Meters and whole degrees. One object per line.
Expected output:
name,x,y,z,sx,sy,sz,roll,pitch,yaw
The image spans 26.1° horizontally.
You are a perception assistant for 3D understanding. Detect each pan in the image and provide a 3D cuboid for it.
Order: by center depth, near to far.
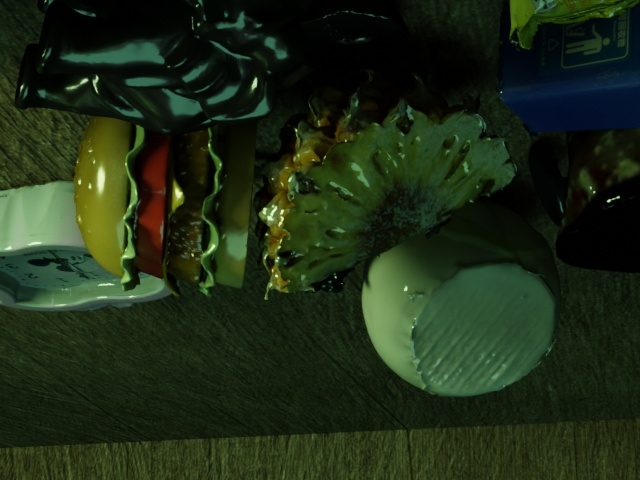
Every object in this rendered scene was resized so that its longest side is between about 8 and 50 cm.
pan,0.000,-0.230,1.554,0.202,0.048,0.128,-13,153,26

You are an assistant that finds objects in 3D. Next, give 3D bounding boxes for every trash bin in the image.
trash bin,0.325,-0.194,1.503,0.235,0.162,0.184,-6,158,30

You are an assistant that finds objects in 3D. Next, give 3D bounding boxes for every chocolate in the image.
chocolate,0.444,-0.100,1.660,0.340,0.210,0.225,-8,150,17

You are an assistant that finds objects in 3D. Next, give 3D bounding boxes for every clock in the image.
clock,-0.384,0.018,2.121,0.339,0.102,0.338,0,159,0

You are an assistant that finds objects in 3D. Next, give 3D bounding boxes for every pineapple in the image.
pineapple,0.017,-0.123,1.655,0.344,0.286,0.209,-27,120,-13

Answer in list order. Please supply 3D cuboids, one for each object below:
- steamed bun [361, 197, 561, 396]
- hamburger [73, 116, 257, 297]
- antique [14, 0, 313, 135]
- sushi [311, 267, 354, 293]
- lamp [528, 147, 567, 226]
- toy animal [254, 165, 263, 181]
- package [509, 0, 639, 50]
steamed bun,0.192,0.063,2.031,0.309,0.309,0.309,1,158,0
hamburger,-0.189,-0.071,1.661,0.212,0.274,0.274,5,158,-6
antique,-0.160,-0.217,1.423,0.255,0.185,0.322,14,162,-17
sushi,-0.001,-0.001,1.959,0.149,0.140,0.287,0,172,-1
lamp,0.465,-0.080,1.835,0.371,0.108,0.130,-2,157,7
toy animal,-0.133,-0.094,1.884,0.230,0.066,0.224,-14,157,20
package,0.221,-0.293,1.258,0.168,0.090,0.226,-14,113,22
